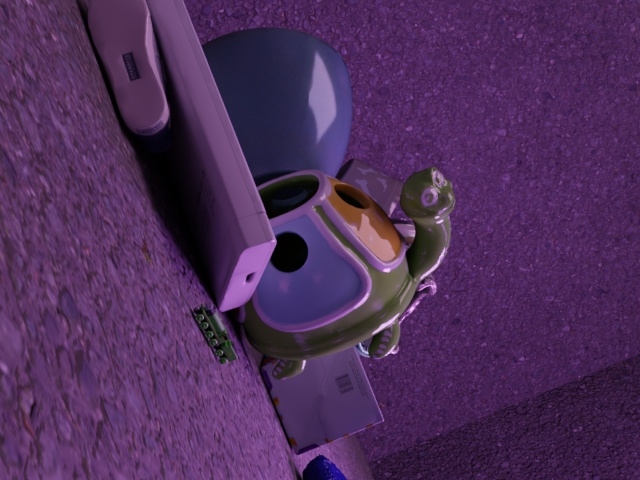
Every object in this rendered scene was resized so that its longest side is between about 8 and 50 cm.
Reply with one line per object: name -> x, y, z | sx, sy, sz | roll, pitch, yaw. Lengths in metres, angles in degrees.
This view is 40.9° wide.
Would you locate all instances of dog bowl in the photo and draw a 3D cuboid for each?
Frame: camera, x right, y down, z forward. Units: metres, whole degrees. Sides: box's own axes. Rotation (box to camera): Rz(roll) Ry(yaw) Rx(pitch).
dog bowl -> 0.000, 0.000, 1.534 | 0.102, 0.349, 0.349 | 40, 2, -6

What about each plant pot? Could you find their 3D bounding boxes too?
plant pot -> -0.078, -0.143, 1.282 | 0.290, 0.290, 0.195 | 69, 7, -59

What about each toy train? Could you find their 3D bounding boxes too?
toy train -> -0.109, 0.097, 0.898 | 0.017, 0.024, 0.083 | -112, -179, -53

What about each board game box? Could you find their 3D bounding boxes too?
board game box -> 0.000, 0.220, 1.380 | 0.275, 0.142, 0.144 | -121, -171, -89

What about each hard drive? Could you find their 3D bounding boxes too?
hard drive -> -0.149, -0.112, 1.031 | 0.233, 0.047, 0.353 | 121, -51, -66

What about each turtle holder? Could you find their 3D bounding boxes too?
turtle holder -> 0.016, 0.027, 1.164 | 0.227, 0.320, 0.243 | 65, 35, -29

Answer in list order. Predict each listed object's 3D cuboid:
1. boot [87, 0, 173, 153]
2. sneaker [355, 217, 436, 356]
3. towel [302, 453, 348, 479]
boot -> -0.209, -0.192, 0.956 | 0.086, 0.069, 0.190 | 97, -20, -74
sneaker -> 0.069, 0.154, 1.558 | 0.158, 0.410, 0.182 | 18, 31, -30
towel -> 0.065, 0.467, 1.167 | 0.308, 0.076, 0.227 | -112, -178, -47
